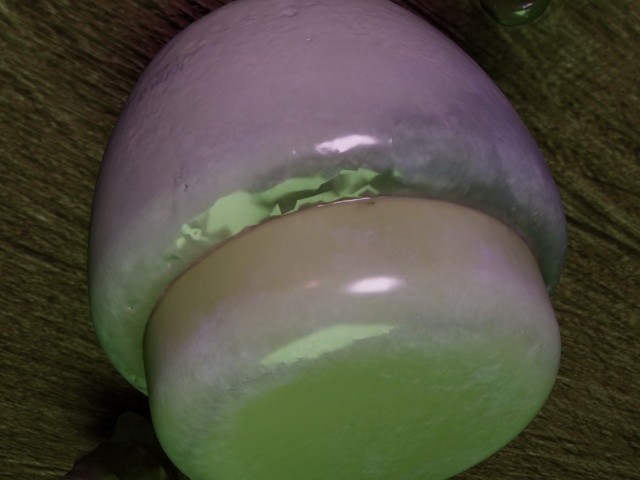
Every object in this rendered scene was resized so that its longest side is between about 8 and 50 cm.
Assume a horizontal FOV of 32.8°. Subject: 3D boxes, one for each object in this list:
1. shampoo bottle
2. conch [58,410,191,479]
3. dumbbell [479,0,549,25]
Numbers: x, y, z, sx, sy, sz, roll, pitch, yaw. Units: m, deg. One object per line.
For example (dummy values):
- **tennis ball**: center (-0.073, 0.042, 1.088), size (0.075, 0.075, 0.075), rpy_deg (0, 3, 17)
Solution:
- **shampoo bottle**: center (0.000, 0.000, 0.756), size (0.322, 0.317, 0.322), rpy_deg (-10, 143, -8)
- **conch**: center (-0.154, 0.263, 1.185), size (0.203, 0.170, 0.386), rpy_deg (1, -179, 29)
- **dumbbell**: center (0.122, -0.198, 0.718), size (0.046, 0.052, 0.118), rpy_deg (-33, 140, -8)
